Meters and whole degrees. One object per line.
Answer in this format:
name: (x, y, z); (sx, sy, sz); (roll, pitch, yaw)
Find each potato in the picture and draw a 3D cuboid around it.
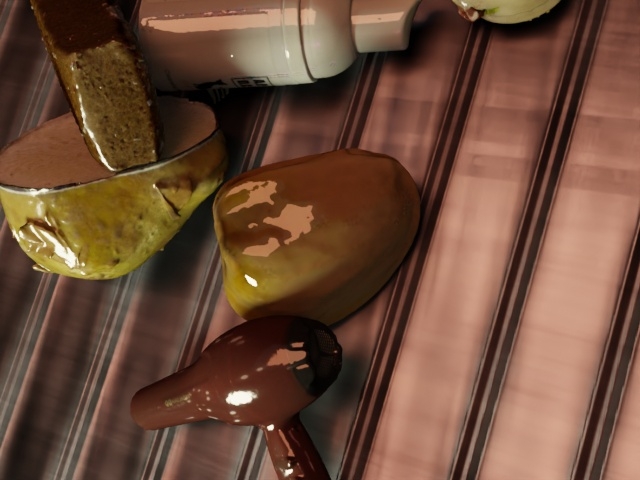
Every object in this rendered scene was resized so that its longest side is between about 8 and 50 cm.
potato: (-0.266, -0.059, 1.357); (0.300, 0.196, 0.246); (-18, 36, -12)

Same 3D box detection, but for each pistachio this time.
pistachio: (0.000, 0.000, 1.244); (0.261, 0.163, 0.212); (-16, 112, 2)

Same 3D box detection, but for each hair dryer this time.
hair dryer: (-0.065, 0.275, 1.226); (0.313, 0.123, 0.340); (-29, 82, 35)

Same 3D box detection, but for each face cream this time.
face cream: (-0.041, -0.275, 1.329); (0.370, 0.145, 0.145); (-1, 75, 14)

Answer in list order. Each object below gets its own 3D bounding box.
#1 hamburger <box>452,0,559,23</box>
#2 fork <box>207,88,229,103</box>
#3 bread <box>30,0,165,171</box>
hamburger: (0.234, -0.374, 1.266); (0.173, 0.116, 0.210); (-1, 71, 15)
fork: (-0.181, -0.276, 1.466); (0.034, 0.028, 0.219); (-39, 60, 18)
bread: (-0.301, -0.251, 1.338); (0.113, 0.165, 0.416); (-21, 36, -10)
